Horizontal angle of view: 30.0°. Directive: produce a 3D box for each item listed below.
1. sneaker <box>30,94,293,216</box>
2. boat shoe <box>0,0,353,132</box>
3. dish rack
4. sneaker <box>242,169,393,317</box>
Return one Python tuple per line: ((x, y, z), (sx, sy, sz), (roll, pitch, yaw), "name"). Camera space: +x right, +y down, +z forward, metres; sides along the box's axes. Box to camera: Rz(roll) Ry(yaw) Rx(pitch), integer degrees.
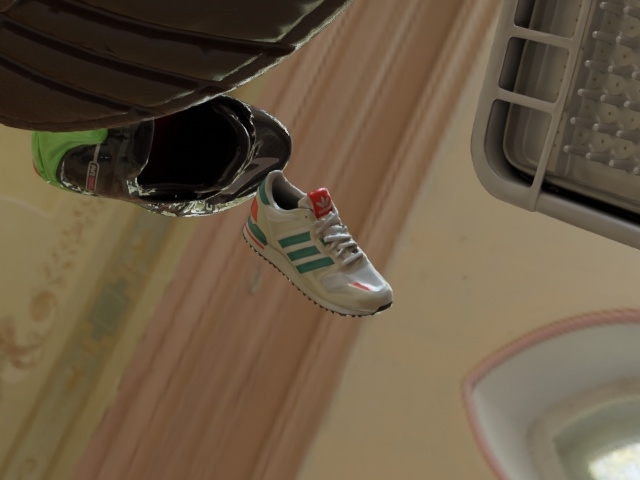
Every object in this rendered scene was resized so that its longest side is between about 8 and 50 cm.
((-0.160, -0.106, 1.539), (0.483, 0.202, 0.185), (-7, -73, -62), "sneaker")
((-0.021, -0.118, 0.359), (0.095, 0.257, 0.095), (30, -134, -47), "boat shoe")
((0.279, -0.136, 0.942), (0.072, 0.333, 0.286), (3, -75, -40), "dish rack")
((0.000, 0.000, 1.022), (0.057, 0.161, 0.075), (-23, -41, -43), "sneaker")
